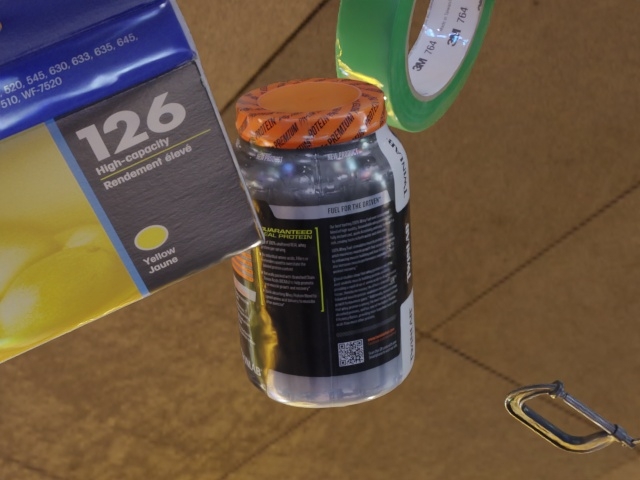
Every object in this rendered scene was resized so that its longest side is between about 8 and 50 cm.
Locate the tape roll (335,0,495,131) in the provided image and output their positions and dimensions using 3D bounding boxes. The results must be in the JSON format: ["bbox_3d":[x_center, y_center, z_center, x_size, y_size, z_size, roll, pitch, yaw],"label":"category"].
[{"bbox_3d":[0.130,-0.299,1.441,0.077,0.321,0.321,20,143,23],"label":"tape roll"}]

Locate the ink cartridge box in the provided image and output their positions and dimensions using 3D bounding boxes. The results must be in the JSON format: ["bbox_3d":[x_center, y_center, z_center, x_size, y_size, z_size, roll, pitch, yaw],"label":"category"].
[{"bbox_3d":[-0.215,-0.043,0.824,0.303,0.072,0.307,-24,145,-4],"label":"ink cartridge box"}]

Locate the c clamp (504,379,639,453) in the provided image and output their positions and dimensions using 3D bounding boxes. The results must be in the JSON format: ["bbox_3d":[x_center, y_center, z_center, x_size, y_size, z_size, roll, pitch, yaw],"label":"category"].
[{"bbox_3d":[0.306,0.209,1.364,0.161,0.022,0.137,31,143,-13],"label":"c clamp"}]

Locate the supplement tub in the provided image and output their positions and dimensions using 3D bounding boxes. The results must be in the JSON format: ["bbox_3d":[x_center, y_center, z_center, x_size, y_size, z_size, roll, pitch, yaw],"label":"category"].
[{"bbox_3d":[0.000,0.000,1.296,0.207,0.207,0.338,-1,114,6],"label":"supplement tub"}]
